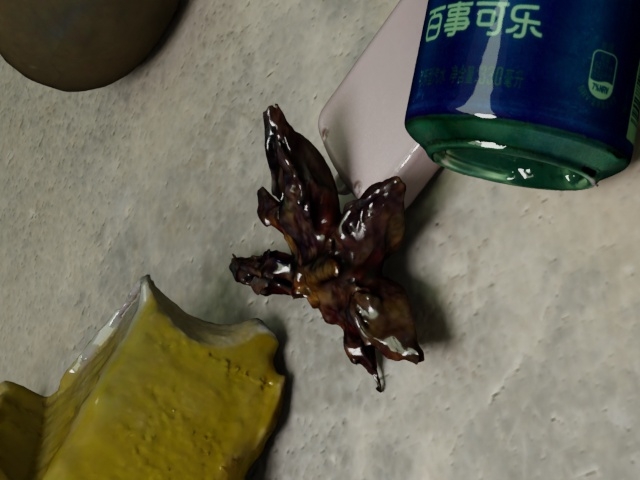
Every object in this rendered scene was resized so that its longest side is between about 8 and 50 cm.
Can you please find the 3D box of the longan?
[{"bbox_3d":[-0.188,-0.209,1.003,0.189,0.189,0.189,-19,63,45],"label":"longan"}]

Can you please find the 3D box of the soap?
[{"bbox_3d":[-0.148,0.208,0.720,0.304,0.169,0.339,-53,16,16],"label":"soap"}]

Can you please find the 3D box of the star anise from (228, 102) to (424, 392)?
[{"bbox_3d":[0.004,-0.001,0.763,0.212,0.053,0.157,39,137,46],"label":"star anise"}]

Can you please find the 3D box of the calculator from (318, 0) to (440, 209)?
[{"bbox_3d":[0.059,-0.094,0.773,0.175,0.032,0.100,-53,44,25],"label":"calculator"}]

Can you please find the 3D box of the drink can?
[{"bbox_3d":[0.115,-0.133,0.655,0.118,0.118,0.205,3,79,50],"label":"drink can"}]
